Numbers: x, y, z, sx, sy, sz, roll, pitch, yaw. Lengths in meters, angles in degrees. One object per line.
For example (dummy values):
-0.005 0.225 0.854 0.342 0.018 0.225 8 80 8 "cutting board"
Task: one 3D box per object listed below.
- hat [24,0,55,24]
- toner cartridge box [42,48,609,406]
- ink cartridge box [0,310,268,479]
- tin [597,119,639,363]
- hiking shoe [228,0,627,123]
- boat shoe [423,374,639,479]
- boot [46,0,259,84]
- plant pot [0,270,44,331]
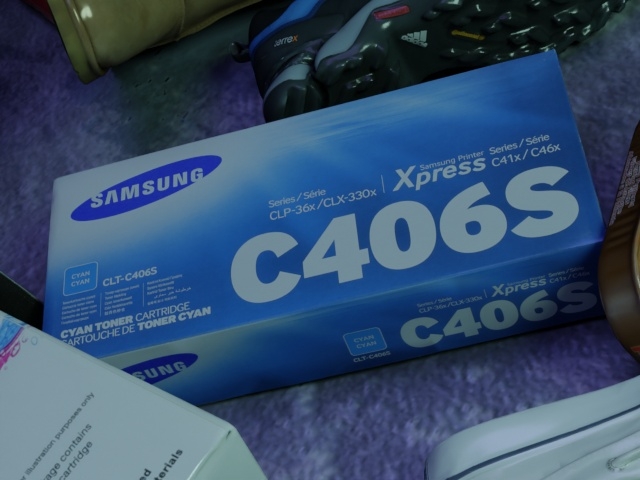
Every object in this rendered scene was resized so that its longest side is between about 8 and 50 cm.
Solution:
-0.314 -0.221 1.182 0.173 0.183 0.208 -24 6 -9 "hat"
0.000 0.000 0.853 0.348 0.075 0.165 -14 48 9 "toner cartridge box"
-0.149 0.138 0.709 0.278 0.201 0.117 21 62 32 "ink cartridge box"
0.215 -0.005 0.765 0.040 0.106 0.189 -34 27 54 "tin"
0.083 -0.179 0.943 0.304 0.113 0.132 -25 49 -1 "hiking shoe"
0.183 0.118 0.691 0.258 0.095 0.084 -23 52 15 "boat shoe"
-0.059 -0.210 0.979 0.269 0.089 0.236 -21 12 3 "boot"
-0.308 0.052 0.864 0.187 0.188 0.167 28 79 35 "plant pot"
